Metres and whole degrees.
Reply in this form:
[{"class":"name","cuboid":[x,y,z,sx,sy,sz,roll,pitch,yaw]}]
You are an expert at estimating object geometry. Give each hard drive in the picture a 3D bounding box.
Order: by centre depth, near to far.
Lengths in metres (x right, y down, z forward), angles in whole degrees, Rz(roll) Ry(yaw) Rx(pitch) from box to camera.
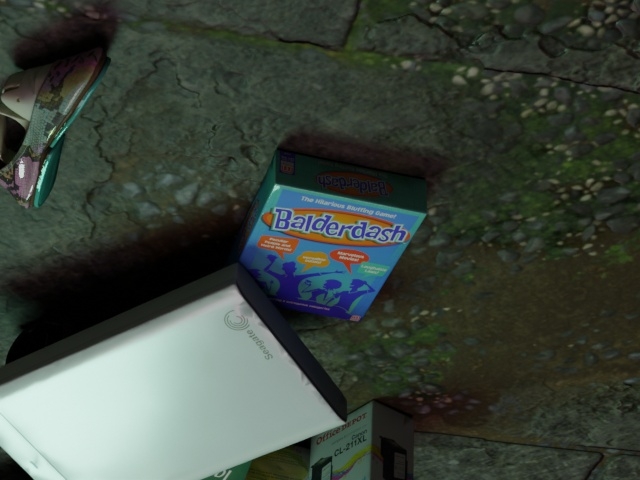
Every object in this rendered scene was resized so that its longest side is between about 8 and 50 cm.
[{"class":"hard drive","cuboid":[-0.180,0.177,1.710,0.353,0.047,0.233,-24,125,19]}]

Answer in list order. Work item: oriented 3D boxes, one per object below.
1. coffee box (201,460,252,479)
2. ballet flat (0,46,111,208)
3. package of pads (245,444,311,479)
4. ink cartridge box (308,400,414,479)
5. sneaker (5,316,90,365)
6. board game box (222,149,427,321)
[{"class":"coffee box","cuboid":[-0.127,0.229,1.862,0.113,0.040,0.184,17,106,-22]},{"class":"ballet flat","cuboid":[-0.264,-0.111,1.454,0.079,0.077,0.221,30,139,-6]},{"class":"package of pads","cuboid":[-0.154,0.326,2.027,0.297,0.101,0.229,17,142,-22]},{"class":"ink cartridge box","cuboid":[0.048,0.304,1.930,0.072,0.175,0.127,28,136,-29]},{"class":"sneaker","cuboid":[-0.227,0.142,1.765,0.296,0.104,0.147,-13,147,25]},{"class":"board game box","cuboid":[0.000,0.000,1.616,0.160,0.047,0.210,11,143,-13]}]
